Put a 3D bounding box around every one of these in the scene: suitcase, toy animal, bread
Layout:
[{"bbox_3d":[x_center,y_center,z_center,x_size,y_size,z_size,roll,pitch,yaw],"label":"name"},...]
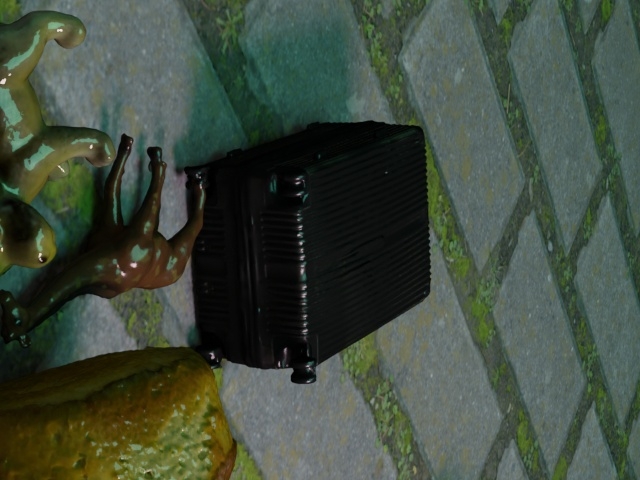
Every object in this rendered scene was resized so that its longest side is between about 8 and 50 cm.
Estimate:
[{"bbox_3d":[0.000,0.000,1.662,0.335,0.152,0.229,-25,116,-57],"label":"suitcase"},{"bbox_3d":[-0.259,-0.079,1.240,0.168,0.121,0.233,-16,105,-48],"label":"toy animal"},{"bbox_3d":[-0.196,0.177,1.264,0.268,0.268,0.146,-18,98,-59],"label":"bread"},{"bbox_3d":[-0.201,0.011,1.398,0.224,0.066,0.230,37,67,-56],"label":"toy animal"}]
